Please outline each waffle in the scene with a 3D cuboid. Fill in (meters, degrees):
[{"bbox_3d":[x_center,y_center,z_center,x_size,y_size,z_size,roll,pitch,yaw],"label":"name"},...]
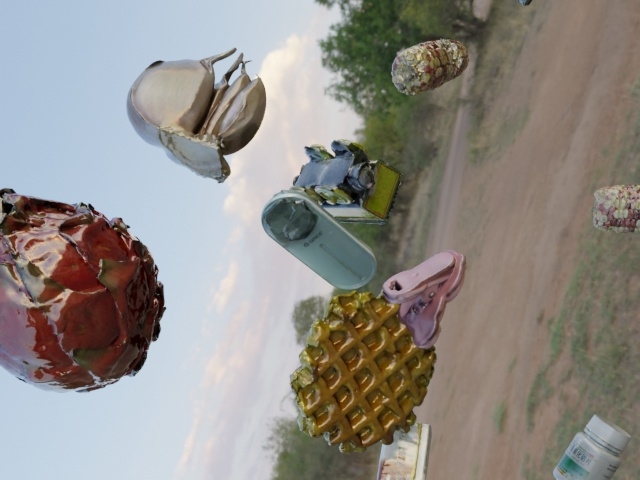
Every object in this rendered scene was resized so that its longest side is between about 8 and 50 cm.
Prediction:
[{"bbox_3d":[0.085,0.246,1.115,0.068,0.302,0.325,22,100,60],"label":"waffle"}]

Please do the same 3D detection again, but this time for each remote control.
[{"bbox_3d":[0.000,0.000,1.081,0.104,0.247,0.052,-38,27,24],"label":"remote control"}]

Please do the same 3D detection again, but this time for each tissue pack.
[{"bbox_3d":[0.175,0.460,1.268,0.106,0.099,0.149,75,-155,-60],"label":"tissue pack"}]

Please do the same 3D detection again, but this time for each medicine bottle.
[{"bbox_3d":[0.465,0.370,1.038,0.130,0.080,0.080,-62,-6,6],"label":"medicine bottle"}]

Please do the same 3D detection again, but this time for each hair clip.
[{"bbox_3d":[0.178,0.087,0.974,0.102,0.138,0.123,63,172,-28],"label":"hair clip"}]

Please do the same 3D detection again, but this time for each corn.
[{"bbox_3d":[0.594,-0.050,1.021,0.086,0.253,0.086,4,-90,-66],"label":"corn"},{"bbox_3d":[0.241,-0.368,1.272,0.290,0.098,0.098,-32,-40,-50],"label":"corn"}]

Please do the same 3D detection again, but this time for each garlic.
[{"bbox_3d":[-0.231,-0.251,1.162,0.210,0.237,0.292,47,-144,-40],"label":"garlic"}]

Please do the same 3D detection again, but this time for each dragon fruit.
[{"bbox_3d":[-0.340,0.066,0.806,0.299,0.244,0.244,56,-150,-20],"label":"dragon fruit"}]

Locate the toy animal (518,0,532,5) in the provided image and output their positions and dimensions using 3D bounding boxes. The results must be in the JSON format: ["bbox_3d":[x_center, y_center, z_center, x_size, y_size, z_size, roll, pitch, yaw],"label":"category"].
[{"bbox_3d":[0.212,-0.399,0.809,0.176,0.217,0.073,-155,85,-83],"label":"toy animal"}]

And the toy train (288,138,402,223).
[{"bbox_3d":[0.049,-0.124,1.309,0.261,0.177,0.134,5,73,59],"label":"toy train"}]
